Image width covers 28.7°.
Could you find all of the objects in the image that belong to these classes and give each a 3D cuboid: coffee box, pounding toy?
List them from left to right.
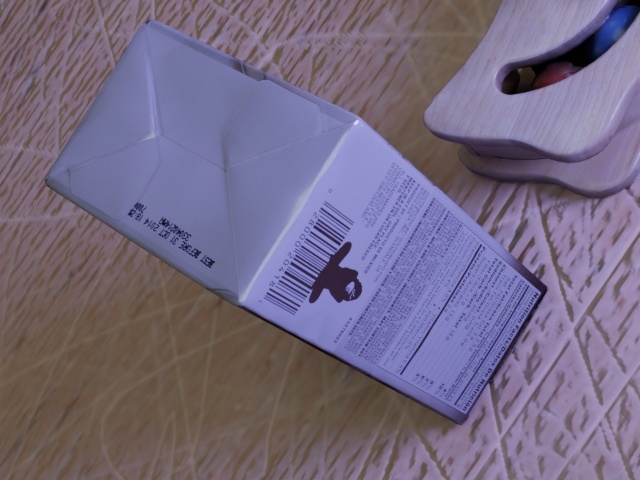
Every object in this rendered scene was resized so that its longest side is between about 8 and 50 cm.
[{"bbox_3d":[0.000,0.000,0.649,0.141,0.246,0.098,30,88,34],"label":"coffee box"},{"bbox_3d":[0.146,-0.164,0.681,0.154,0.155,0.269,36,92,30],"label":"pounding toy"}]
